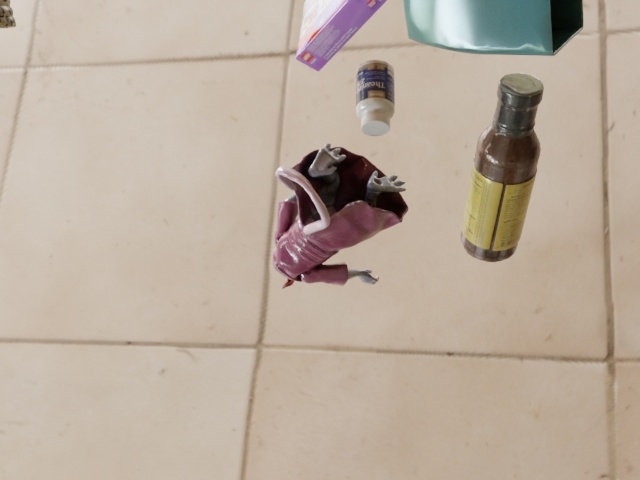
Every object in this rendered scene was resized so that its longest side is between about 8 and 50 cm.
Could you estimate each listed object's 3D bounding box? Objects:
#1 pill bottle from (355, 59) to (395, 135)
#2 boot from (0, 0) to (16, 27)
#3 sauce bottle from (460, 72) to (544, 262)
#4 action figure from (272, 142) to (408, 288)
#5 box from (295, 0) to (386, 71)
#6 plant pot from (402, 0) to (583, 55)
[{"bbox_3d":[0.094,-0.242,1.384,0.067,0.067,0.120,-4,65,13],"label":"pill bottle"},{"bbox_3d":[-0.432,-0.305,0.845,0.085,0.236,0.178,10,110,40],"label":"boot"},{"bbox_3d":[0.311,-0.118,1.368,0.112,0.344,0.111,2,43,-2],"label":"sauce bottle"},{"bbox_3d":[0.000,0.000,1.563,0.248,0.276,0.370,47,131,9],"label":"action figure"},{"bbox_3d":[0.064,-0.462,1.434,0.293,0.057,0.200,-37,37,46],"label":"box"},{"bbox_3d":[0.247,-0.370,1.200,0.234,0.165,0.165,5,29,31],"label":"plant pot"}]
